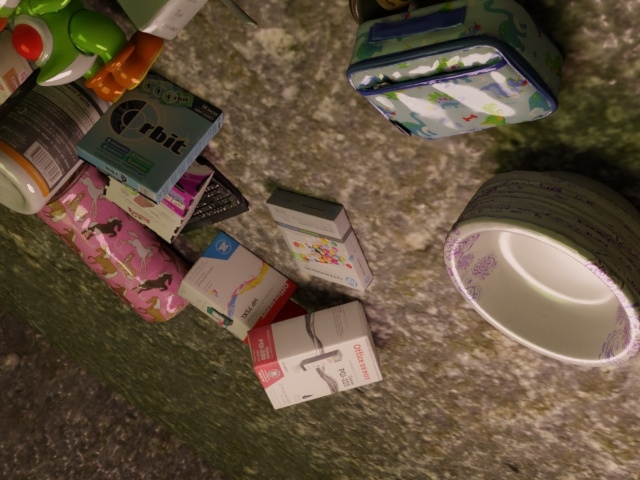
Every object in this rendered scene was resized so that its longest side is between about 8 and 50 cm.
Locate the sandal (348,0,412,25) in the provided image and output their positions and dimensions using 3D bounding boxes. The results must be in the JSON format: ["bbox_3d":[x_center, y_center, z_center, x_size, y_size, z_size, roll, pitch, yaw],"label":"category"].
[{"bbox_3d":[0.090,-0.303,1.249,0.060,0.090,0.219,55,153,22],"label":"sandal"}]

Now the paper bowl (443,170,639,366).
[{"bbox_3d":[0.314,0.022,1.451,0.284,0.148,0.284,27,153,15],"label":"paper bowl"}]

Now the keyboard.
[{"bbox_3d":[-0.271,-0.095,2.078,0.201,0.033,0.317,45,151,-17],"label":"keyboard"}]

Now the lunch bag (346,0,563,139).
[{"bbox_3d":[0.151,-0.196,1.280,0.219,0.090,0.176,-5,152,37],"label":"lunch bag"}]

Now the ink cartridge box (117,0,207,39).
[{"bbox_3d":[-0.166,-0.389,1.169,0.275,0.239,0.060,53,-159,20],"label":"ink cartridge box"}]

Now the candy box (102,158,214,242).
[{"bbox_3d":[-0.290,-0.101,1.976,0.159,0.071,0.233,36,153,-3],"label":"candy box"}]

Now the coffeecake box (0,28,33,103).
[{"bbox_3d":[-0.627,-0.332,2.067,0.186,0.068,0.142,18,147,31],"label":"coffeecake box"}]

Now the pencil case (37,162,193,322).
[{"bbox_3d":[-0.405,-0.001,2.234,0.160,0.167,0.386,3,139,51],"label":"pencil case"}]

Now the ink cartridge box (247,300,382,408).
[{"bbox_3d":[-0.008,0.213,2.071,0.218,0.092,0.158,-17,139,3],"label":"ink cartridge box"}]

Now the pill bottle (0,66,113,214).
[{"bbox_3d":[-0.446,-0.190,1.850,0.162,0.278,0.162,27,152,16],"label":"pill bottle"}]

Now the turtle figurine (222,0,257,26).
[{"bbox_3d":[-0.120,-0.354,1.298,0.266,0.198,0.274,12,142,45],"label":"turtle figurine"}]

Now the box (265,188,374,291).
[{"bbox_3d":[0.000,0.000,1.907,0.145,0.038,0.186,17,149,34],"label":"box"}]

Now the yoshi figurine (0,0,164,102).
[{"bbox_3d":[-0.417,-0.377,1.694,0.362,0.203,0.203,32,-162,-24],"label":"yoshi figurine"}]

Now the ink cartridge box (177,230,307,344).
[{"bbox_3d":[-0.141,0.107,2.137,0.231,0.134,0.078,35,153,0],"label":"ink cartridge box"}]

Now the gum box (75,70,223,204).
[{"bbox_3d":[-0.271,-0.169,1.784,0.157,0.184,0.041,31,154,11],"label":"gum box"}]
